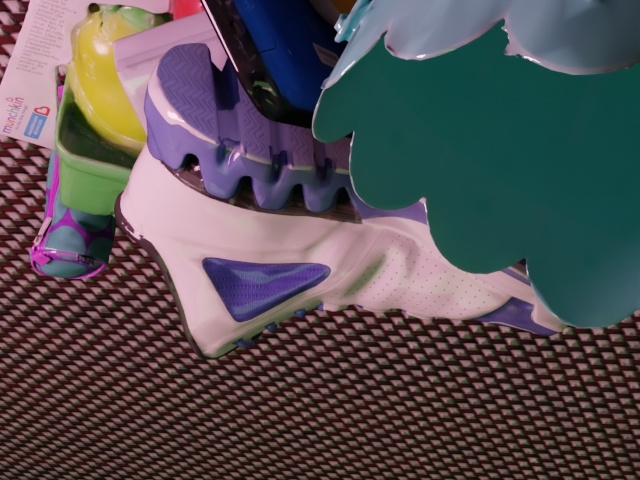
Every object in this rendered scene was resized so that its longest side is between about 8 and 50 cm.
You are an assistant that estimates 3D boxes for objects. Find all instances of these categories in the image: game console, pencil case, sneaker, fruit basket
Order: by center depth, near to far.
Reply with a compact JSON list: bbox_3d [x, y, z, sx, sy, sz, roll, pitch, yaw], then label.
[{"bbox_3d":[-0.110,-0.144,1.035,0.173,0.250,0.293,-27,176,11],"label":"game console"},{"bbox_3d":[-0.001,0.000,1.229,0.315,0.127,0.182,21,130,-19],"label":"sneaker"},{"bbox_3d":[-0.051,-0.140,1.340,0.327,0.165,0.353,15,139,-13],"label":"fruit basket"},{"bbox_3d":[-0.201,-0.047,1.539,0.064,0.152,0.070,-9,160,42],"label":"pencil case"}]

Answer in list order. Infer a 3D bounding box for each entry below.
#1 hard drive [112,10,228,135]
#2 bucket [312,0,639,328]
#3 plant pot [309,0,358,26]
[{"bbox_3d":[0.066,-0.095,1.257,0.353,0.047,0.233,-17,134,6],"label":"hard drive"},{"bbox_3d":[0.156,-0.079,0.744,0.281,0.183,0.281,20,163,6],"label":"bucket"},{"bbox_3d":[0.067,-0.215,1.041,0.205,0.188,0.205,7,155,4],"label":"plant pot"}]
